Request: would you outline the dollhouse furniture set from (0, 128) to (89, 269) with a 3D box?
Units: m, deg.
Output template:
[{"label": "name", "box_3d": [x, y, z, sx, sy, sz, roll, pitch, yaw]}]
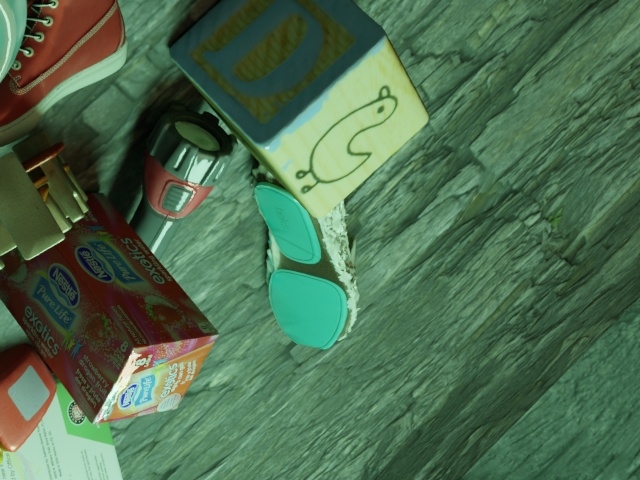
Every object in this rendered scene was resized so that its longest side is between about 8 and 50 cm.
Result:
[{"label": "dollhouse furniture set", "box_3d": [-0.364, -0.026, 1.312, 0.259, 0.135, 0.262, -30, -169, 0]}]

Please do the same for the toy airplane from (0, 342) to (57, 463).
[{"label": "toy airplane", "box_3d": [-0.465, 0.272, 1.372, 0.386, 0.272, 0.384, 15, 84, -35]}]

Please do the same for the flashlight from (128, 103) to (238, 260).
[{"label": "flashlight", "box_3d": [-0.209, -0.019, 1.622, 0.103, 0.103, 0.304, -18, 148, -54]}]

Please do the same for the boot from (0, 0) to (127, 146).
[{"label": "boot", "box_3d": [-0.290, -0.199, 1.286, 0.244, 0.088, 0.176, -41, 152, -31]}]

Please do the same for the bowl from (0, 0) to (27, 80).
[{"label": "bowl", "box_3d": [-0.370, -0.192, 1.118, 0.311, 0.163, 0.311, -31, 151, -19]}]

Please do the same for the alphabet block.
[{"label": "alphabet block", "box_3d": [-0.021, -0.178, 1.542, 0.192, 0.193, 0.197, -41, 151, 0]}]

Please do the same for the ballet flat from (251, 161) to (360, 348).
[{"label": "ballet flat", "box_3d": [0.000, 0.000, 1.867, 0.147, 0.147, 0.409, -33, 149, -18]}]

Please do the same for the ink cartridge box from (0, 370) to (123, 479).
[{"label": "ink cartridge box", "box_3d": [-0.398, 0.291, 1.663, 0.278, 0.117, 0.201, -17, 96, -38]}]

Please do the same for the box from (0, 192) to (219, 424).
[{"label": "box", "box_3d": [-0.250, 0.070, 1.514, 0.128, 0.257, 0.122, -5, 134, -48]}]
